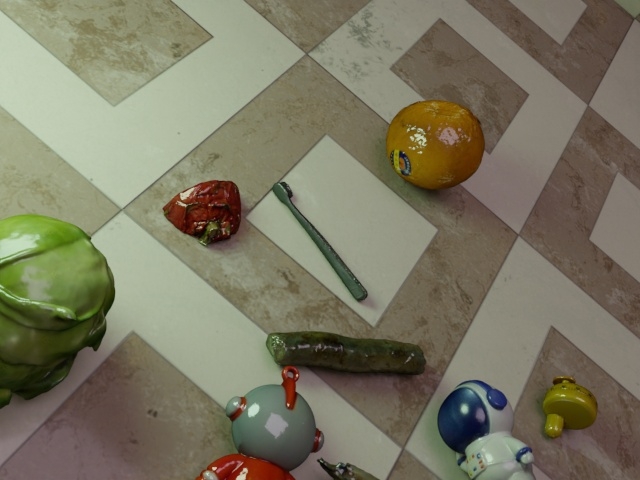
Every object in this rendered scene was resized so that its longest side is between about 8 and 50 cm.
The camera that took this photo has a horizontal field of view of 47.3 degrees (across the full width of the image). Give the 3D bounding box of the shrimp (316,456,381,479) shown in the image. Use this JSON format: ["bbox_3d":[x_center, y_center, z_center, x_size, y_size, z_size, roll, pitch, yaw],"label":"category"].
[{"bbox_3d":[0.067,0.455,1.182,0.254,0.059,0.145,35,67,-22],"label":"shrimp"}]

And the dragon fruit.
[{"bbox_3d":[-0.195,-0.056,1.358,0.162,0.083,0.106,-17,72,-38],"label":"dragon fruit"}]

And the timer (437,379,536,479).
[{"bbox_3d":[0.321,0.419,1.259,0.270,0.270,0.384,-1,47,-30],"label":"timer"}]

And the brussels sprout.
[{"bbox_3d":[-0.415,0.096,1.022,0.227,0.259,0.294,47,25,-14],"label":"brussels sprout"}]

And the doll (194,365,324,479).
[{"bbox_3d":[-0.093,0.351,1.146,0.199,0.105,0.337,24,60,-13],"label":"doll"}]

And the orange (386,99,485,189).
[{"bbox_3d":[0.255,-0.212,1.630,0.219,0.193,0.219,-11,41,10],"label":"orange"}]

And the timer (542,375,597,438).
[{"bbox_3d":[0.500,0.343,1.474,0.107,0.107,0.109,36,46,-4],"label":"timer"}]

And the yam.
[{"bbox_3d":[0.051,0.206,1.335,0.317,0.071,0.067,9,93,-25],"label":"yam"}]

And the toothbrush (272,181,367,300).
[{"bbox_3d":[0.000,0.000,1.462,0.030,0.030,0.297,-25,74,-48],"label":"toothbrush"}]
